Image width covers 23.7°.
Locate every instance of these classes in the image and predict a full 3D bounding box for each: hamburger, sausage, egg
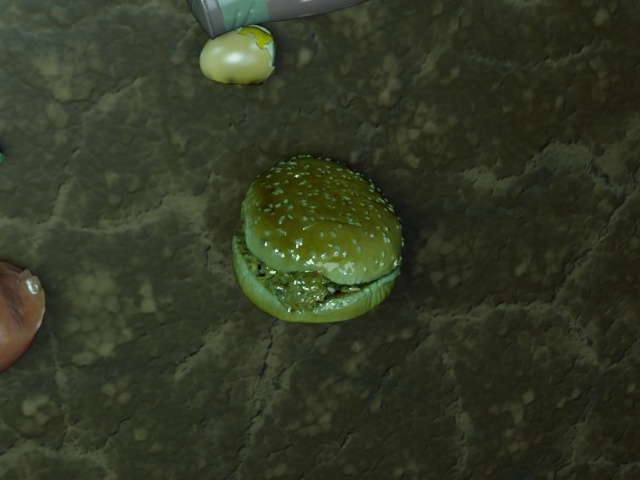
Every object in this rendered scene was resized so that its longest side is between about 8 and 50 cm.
[{"bbox_3d":[0.000,0.000,1.712,0.189,0.215,0.122,2,127,-11],"label":"hamburger"},{"bbox_3d":[-0.416,0.083,1.603,0.254,0.148,0.148,9,109,-28],"label":"sausage"},{"bbox_3d":[-0.091,-0.200,1.662,0.083,0.071,0.071,-4,115,-16],"label":"egg"}]

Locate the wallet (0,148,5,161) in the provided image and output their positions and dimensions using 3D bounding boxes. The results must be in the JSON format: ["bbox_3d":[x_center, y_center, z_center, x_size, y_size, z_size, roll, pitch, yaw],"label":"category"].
[{"bbox_3d":[-0.463,-0.087,1.553,0.236,0.055,0.160,-31,118,-4],"label":"wallet"}]

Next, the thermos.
[{"bbox_3d":[-0.018,-0.305,1.596,0.265,0.176,0.146,-23,78,-9],"label":"thermos"}]
